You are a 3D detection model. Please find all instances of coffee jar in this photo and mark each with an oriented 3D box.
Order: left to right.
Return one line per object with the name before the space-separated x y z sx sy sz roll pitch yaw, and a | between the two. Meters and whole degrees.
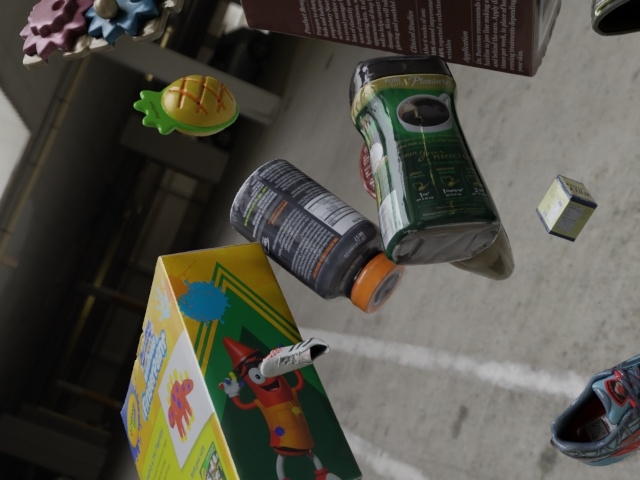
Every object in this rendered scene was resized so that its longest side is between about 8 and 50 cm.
coffee jar | 0.084 -0.074 0.756 0.079 0.096 0.184 110 152 -60

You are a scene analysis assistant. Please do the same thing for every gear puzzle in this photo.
gear puzzle | -0.186 -0.320 0.851 0.044 0.176 0.338 48 -136 -50

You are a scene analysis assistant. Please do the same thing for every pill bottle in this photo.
pill bottle | 0.000 0.000 1.244 0.130 0.246 0.130 -43 -24 -24

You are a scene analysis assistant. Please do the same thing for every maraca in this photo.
maraca | -0.233 -0.235 1.552 0.127 0.186 0.099 57 145 31

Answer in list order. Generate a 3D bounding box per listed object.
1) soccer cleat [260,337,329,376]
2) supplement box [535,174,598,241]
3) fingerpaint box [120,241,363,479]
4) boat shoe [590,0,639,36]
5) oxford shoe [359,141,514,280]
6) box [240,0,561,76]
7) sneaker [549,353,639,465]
soccer cleat | -0.028 0.130 0.981 0.036 0.083 0.029 6 112 58
supplement box | 0.444 -0.059 1.594 0.083 0.056 0.083 -99 30 -56
fingerpaint box | -0.139 0.285 1.262 0.371 0.163 0.444 64 148 32
boat shoe | 0.454 -0.303 1.018 0.305 0.109 0.091 0 73 49
oxford shoe | 0.153 -0.057 1.219 0.123 0.130 0.348 -40 36 12
box | 0.084 -0.330 1.028 0.191 0.381 0.143 75 -145 -55
sneaker | 0.399 0.199 1.100 0.262 0.125 0.104 -47 51 22
